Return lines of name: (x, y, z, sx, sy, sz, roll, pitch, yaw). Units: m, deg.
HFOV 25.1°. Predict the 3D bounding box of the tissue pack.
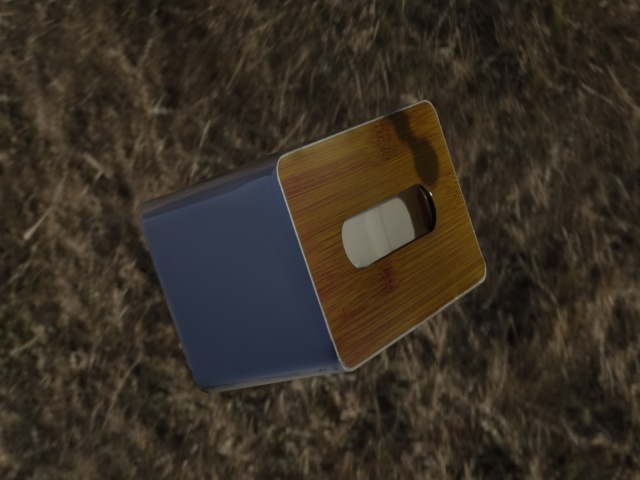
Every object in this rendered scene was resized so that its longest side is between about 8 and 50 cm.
tissue pack: (0.000, 0.001, 1.114, 0.136, 0.246, 0.159, -14, 98, 34)
